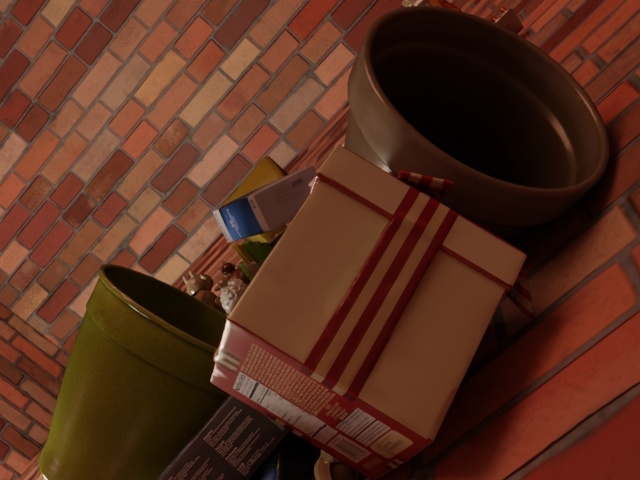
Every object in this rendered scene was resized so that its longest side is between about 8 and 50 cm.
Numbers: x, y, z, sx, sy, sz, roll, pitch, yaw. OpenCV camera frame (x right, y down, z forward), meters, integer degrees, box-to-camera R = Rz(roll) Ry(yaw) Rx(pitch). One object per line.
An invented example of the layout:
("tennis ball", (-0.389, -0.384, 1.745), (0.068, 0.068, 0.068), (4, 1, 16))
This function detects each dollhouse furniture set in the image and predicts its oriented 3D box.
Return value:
("dollhouse furniture set", (0.323, -0.501, 1.854), (0.135, 0.262, 0.259), (-45, 46, 7))

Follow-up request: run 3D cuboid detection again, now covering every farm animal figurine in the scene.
("farm animal figurine", (-0.314, 0.179, 2.116), (0.330, 0.172, 0.327), (-47, 12, 9))

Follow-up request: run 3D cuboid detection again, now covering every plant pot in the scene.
("plant pot", (-0.305, 0.282, 1.428), (0.353, 0.366, 0.366), (-60, 12, 1))
("plant pot", (-0.109, -0.063, 2.120), (0.212, 0.212, 0.187), (-49, 25, -2))
("plant pot", (0.155, -0.091, 1.056), (0.323, 0.323, 0.280), (-60, -1, -44))

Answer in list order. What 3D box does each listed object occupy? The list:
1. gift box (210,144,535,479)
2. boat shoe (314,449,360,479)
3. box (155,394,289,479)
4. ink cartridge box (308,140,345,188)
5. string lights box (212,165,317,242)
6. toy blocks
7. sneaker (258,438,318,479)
("gift box", (0.061, 0.087, 0.877), (0.258, 0.276, 0.255), (-59, 2, -27))
("boat shoe", (0.025, 0.252, 0.938), (0.045, 0.050, 0.135), (-52, 11, 14))
("box", (-0.149, 0.311, 1.133), (0.395, 0.097, 0.318), (-49, -1, -4))
("ink cartridge box", (0.147, -0.139, 1.319), (0.307, 0.072, 0.303), (-48, -28, 1))
("string lights box", (-0.102, -0.067, 1.573), (0.133, 0.077, 0.260), (-29, 7, -23))
("toy blocks", (0.000, 0.000, 1.613), (0.261, 0.191, 0.381), (-40, 10, -14))
("sneaker", (-0.059, 0.334, 0.965), (0.082, 0.069, 0.209), (-54, 6, 34))
